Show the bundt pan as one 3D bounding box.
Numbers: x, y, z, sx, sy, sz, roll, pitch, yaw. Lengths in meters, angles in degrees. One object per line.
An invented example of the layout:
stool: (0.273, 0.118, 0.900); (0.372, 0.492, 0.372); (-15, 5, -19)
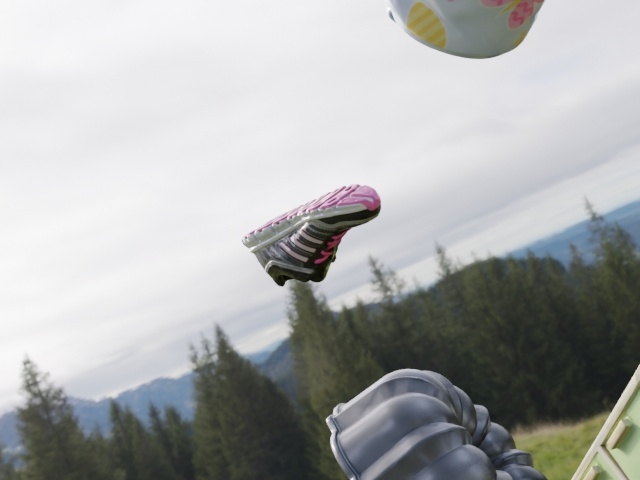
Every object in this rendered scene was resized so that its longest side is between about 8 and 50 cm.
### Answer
bundt pan: (0.169, 0.279, 0.975); (0.124, 0.331, 0.331); (-46, -13, 9)

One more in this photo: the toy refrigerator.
toy refrigerator: (0.420, 0.269, 1.055); (0.094, 0.102, 0.269); (-9, -46, -23)

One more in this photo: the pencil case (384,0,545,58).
pencil case: (0.123, -0.245, 0.515); (0.124, 0.113, 0.273); (-11, -33, -19)

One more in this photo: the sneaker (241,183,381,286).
sneaker: (0.000, 0.000, 0.801); (0.170, 0.074, 0.063); (-22, 10, 39)
